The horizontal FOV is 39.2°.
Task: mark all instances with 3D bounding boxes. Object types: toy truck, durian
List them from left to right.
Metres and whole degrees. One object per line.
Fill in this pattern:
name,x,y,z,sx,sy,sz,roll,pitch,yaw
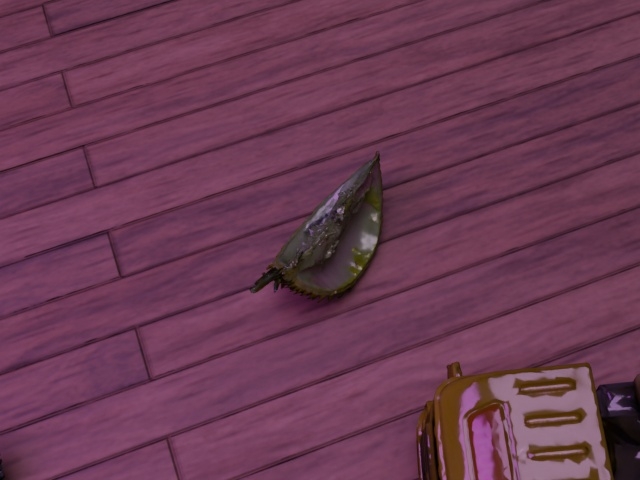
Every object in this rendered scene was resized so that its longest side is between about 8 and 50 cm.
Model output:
durian,0.000,0.000,0.907,0.086,0.100,0.215,25,57,21
toy truck,0.282,0.174,0.706,0.405,0.254,0.181,-6,63,3

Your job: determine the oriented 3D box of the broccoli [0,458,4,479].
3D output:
broccoli,-0.387,0.199,0.825,0.204,0.122,0.118,24,47,32
